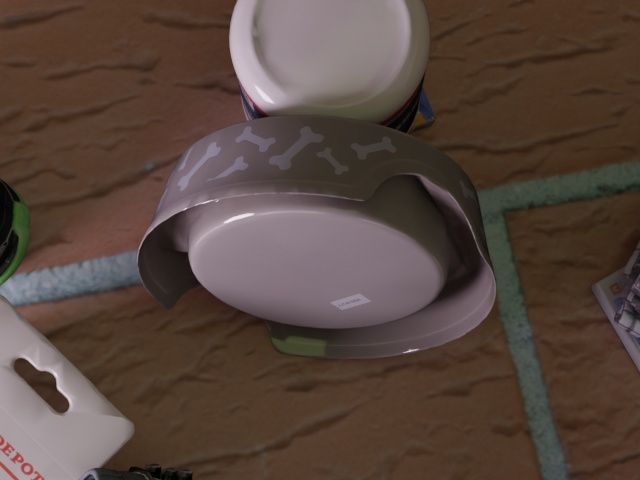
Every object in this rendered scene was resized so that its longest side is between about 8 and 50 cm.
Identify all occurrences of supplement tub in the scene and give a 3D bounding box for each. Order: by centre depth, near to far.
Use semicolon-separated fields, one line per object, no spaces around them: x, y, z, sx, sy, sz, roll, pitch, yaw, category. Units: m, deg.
0.010;-0.172;1.543;0.191;0.272;0.191;0;81;1;supplement tub

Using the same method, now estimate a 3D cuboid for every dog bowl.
0.000;0.000;1.489;0.348;0.349;0.102;11;62;-10;dog bowl

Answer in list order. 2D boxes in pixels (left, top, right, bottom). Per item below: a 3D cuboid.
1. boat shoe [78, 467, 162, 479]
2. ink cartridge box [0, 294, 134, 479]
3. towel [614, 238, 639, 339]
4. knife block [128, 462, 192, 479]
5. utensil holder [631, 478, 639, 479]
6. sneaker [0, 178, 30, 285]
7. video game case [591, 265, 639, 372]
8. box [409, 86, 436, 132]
-0.258;0.330;1.397;0.099;0.116;0.319;32;104;-40;boat shoe
-0.367;0.244;1.447;0.207;0.119;0.353;45;72;2;ink cartridge box
0.477;0.019;1.671;0.235;0.121;0.284;32;71;-1;towel
-0.187;0.354;1.468;0.275;0.088;0.242;-34;64;0;knife block
0.324;0.438;1.352;0.327;0.327;0.386;-16;98;-16;utensil holder
-0.518;-0.030;1.441;0.482;0.202;0.185;-5;76;-14;sneaker
0.428;0.096;1.714;0.183;0.023;0.201;-27;83;-18;video game case
0.066;-0.181;1.704;0.081;0.028;0.136;-19;83;-16;box
